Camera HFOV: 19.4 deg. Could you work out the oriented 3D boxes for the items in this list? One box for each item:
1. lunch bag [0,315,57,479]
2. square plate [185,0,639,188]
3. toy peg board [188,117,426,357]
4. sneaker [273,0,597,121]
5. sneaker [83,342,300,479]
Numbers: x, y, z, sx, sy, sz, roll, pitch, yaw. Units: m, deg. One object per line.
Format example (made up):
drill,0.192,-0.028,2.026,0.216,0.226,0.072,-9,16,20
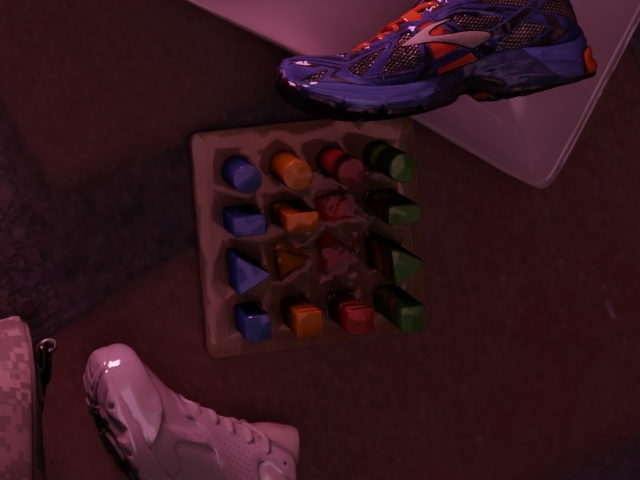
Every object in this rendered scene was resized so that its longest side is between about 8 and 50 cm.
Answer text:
lunch bag,-0.319,0.168,1.172,0.305,0.212,0.256,4,83,-18
square plate,0.090,-0.260,1.279,0.347,0.049,0.344,27,94,-18
toy peg board,0.000,0.000,1.290,0.161,0.079,0.161,-7,102,-14
sneaker,0.072,-0.129,1.243,0.221,0.083,0.087,-11,90,-18
sneaker,-0.076,0.148,1.305,0.115,0.090,0.232,-38,117,-12
